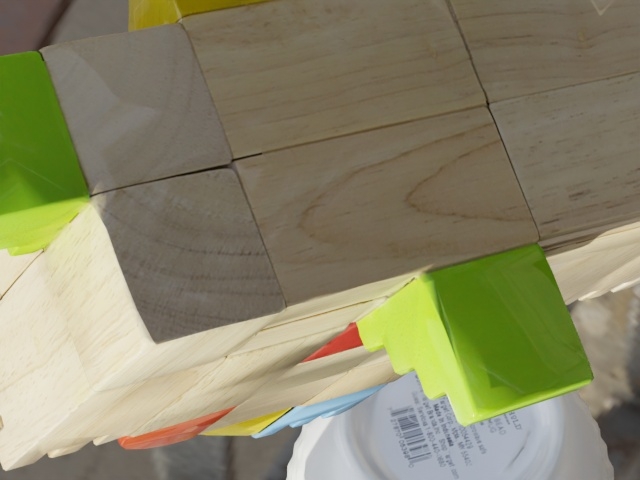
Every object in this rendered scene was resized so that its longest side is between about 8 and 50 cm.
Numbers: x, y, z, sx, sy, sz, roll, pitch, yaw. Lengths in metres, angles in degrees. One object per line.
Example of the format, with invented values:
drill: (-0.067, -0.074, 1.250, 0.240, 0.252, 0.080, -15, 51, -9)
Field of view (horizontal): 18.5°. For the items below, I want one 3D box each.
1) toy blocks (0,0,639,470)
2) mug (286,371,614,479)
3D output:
toy blocks: (0.000, 0.000, 0.742, 0.261, 0.381, 0.191, -39, 68, 58)
mug: (0.105, 0.263, 1.523, 0.276, 0.328, 0.374, -4, 54, 0)
